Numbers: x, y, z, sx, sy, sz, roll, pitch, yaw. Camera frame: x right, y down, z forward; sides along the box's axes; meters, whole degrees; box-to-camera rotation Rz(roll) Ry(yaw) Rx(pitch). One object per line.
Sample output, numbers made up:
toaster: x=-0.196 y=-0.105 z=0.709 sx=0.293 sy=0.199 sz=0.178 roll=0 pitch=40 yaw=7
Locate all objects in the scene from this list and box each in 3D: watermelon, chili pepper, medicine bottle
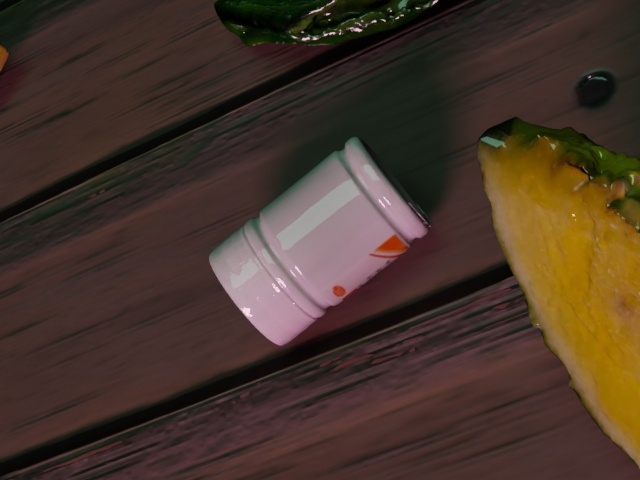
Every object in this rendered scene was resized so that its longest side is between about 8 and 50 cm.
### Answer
watermelon: x=0.175 y=0.047 z=0.486 sx=0.123 sy=0.129 sz=0.301 roll=-51 pitch=42 yaw=-8
chili pepper: x=0.021 y=-0.135 z=0.763 sx=0.182 sy=0.050 sz=0.073 roll=-22 pitch=59 yaw=25
medicine bottle: x=0.000 y=0.000 z=0.685 sx=0.089 sy=0.057 sz=0.057 roll=-39 pitch=47 yaw=7

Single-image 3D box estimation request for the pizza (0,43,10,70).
pizza: x=-0.257 y=-0.077 z=0.923 sx=0.160 sy=0.036 sz=0.099 roll=-40 pitch=48 yaw=5
